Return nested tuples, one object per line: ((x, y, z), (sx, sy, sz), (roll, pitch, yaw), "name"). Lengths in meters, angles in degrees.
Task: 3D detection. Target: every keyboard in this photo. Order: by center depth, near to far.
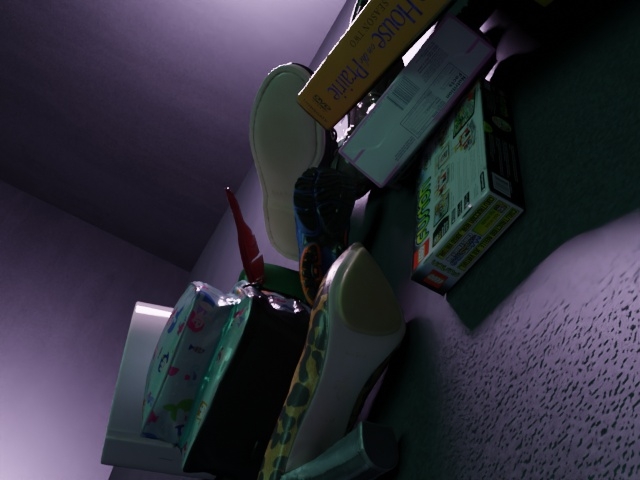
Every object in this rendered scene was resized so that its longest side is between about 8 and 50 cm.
((0.217, -0.308, 0.848), (0.180, 0.023, 0.108), (-50, 18, 17), "keyboard")
((0.044, -0.244, 1.562), (0.072, 0.014, 0.256), (-55, 13, 12), "keyboard")

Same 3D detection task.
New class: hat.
((-0.122, 0.067, 1.139), (0.208, 0.184, 0.173), (-66, 12, -14), "hat")

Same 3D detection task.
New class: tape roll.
((-0.220, 0.226, 1.123), (0.246, 0.169, 0.246), (-168, 90, -78), "tape roll")

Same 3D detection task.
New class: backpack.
((-0.107, 0.156, 0.900), (0.253, 0.191, 0.225), (-143, 76, -84), "backpack")

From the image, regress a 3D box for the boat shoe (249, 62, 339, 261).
((-0.023, -0.128, 1.144), (0.113, 0.127, 0.339), (-48, -36, -43), "boat shoe")

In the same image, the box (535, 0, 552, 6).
((0.258, -0.308, 0.686), (0.109, 0.042, 0.178), (-66, 12, -17), "box")

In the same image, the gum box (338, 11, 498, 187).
((0.110, -0.148, 0.791), (0.188, 0.062, 0.107), (-50, -7, 15), "gum box")

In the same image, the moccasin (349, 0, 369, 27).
((0.168, -0.475, 1.229), (0.379, 0.139, 0.147), (-64, 5, 5), "moccasin")

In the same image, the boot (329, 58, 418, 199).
((0.100, -0.171, 0.986), (0.229, 0.091, 0.262), (156, 129, -71), "boot")

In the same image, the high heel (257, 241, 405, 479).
((-0.006, 0.133, 0.700), (0.186, 0.093, 0.261), (-46, 28, 37), "high heel")

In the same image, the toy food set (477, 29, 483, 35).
((0.177, -0.233, 0.937), (0.078, 0.019, 0.122), (-75, 12, -48), "toy food set")

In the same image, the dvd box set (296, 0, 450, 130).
((0.154, -0.303, 0.758), (0.307, 0.062, 0.420), (-49, 5, -27), "dvd box set")

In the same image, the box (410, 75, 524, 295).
((0.132, -0.057, 0.688), (0.114, 0.036, 0.207), (-54, 14, 36), "box")

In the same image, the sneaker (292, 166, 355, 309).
((0.000, 0.000, 0.946), (0.087, 0.083, 0.221), (104, 170, -58), "sneaker")
